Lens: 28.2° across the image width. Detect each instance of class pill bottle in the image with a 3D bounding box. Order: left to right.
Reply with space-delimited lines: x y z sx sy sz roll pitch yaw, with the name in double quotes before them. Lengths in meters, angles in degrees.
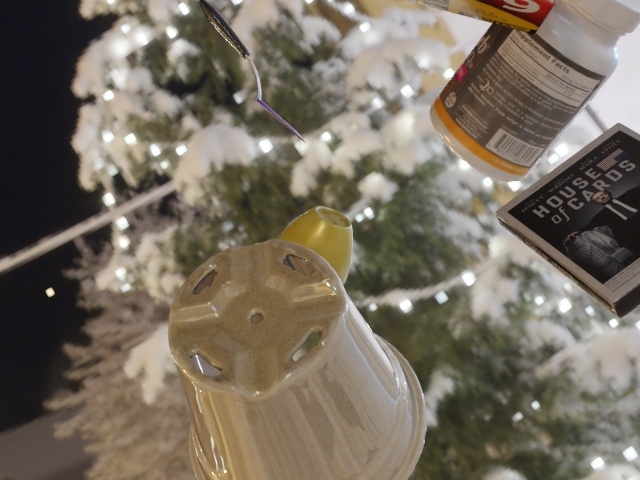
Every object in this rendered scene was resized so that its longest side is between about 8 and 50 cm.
"pill bottle" 0.278 -0.222 1.626 0.162 0.162 0.278 -4 -42 -52

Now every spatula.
"spatula" -0.111 -0.269 2.015 0.030 0.296 0.084 -33 -15 5

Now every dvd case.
"dvd case" 0.315 -0.028 1.341 0.179 0.238 0.029 -36 -57 -5

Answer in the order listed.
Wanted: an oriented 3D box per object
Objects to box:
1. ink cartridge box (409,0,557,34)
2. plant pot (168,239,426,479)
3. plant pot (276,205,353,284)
"ink cartridge box" 0.119 -0.339 1.435 0.272 0.309 0.130 6 -80 -86
"plant pot" -0.050 0.169 1.637 0.334 0.334 0.305 -30 -37 -8
"plant pot" 0.000 0.000 2.086 0.134 0.134 0.095 -5 -53 -52
